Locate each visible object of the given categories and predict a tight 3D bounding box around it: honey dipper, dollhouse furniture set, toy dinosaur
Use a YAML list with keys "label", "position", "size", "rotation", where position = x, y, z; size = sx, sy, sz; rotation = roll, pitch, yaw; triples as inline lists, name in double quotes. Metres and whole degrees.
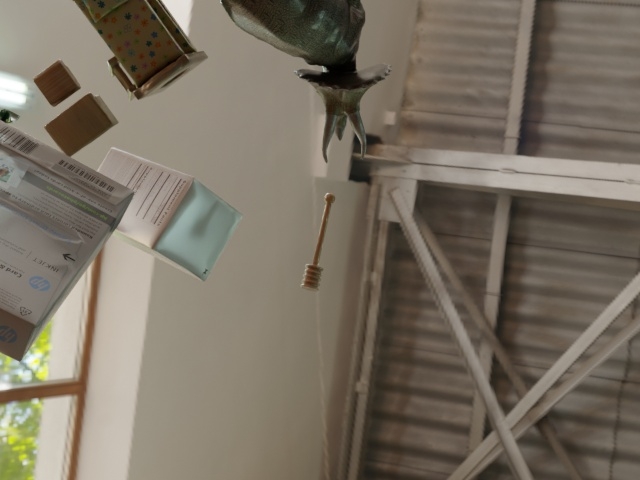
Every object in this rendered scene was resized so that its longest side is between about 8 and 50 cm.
- label: "honey dipper"
  position: [0.000, 0.000, 1.281]
  size: [0.030, 0.030, 0.161]
  rotation: [4, -105, 35]
- label: "dollhouse furniture set"
  position: [-0.225, -0.191, 0.720]
  size: [0.161, 0.101, 0.182]
  rotation: [-34, -79, 11]
- label: "toy dinosaur"
  position: [-0.027, -0.217, 0.705]
  size: [0.121, 0.313, 0.160]
  rotation: [-24, -126, 24]

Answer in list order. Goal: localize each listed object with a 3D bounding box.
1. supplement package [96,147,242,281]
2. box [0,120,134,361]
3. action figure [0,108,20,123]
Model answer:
- label: "supplement package"
  position: [-0.278, -0.047, 1.374]
  size: [0.244, 0.139, 0.134]
  rotation: [21, -102, 40]
- label: "box"
  position: [-0.228, -0.015, 0.560]
  size: [0.145, 0.186, 0.038]
  rotation: [28, -62, -9]
- label: "action figure"
  position: [-0.787, -0.269, 1.897]
  size: [0.232, 0.137, 0.064]
  rotation: [-173, -95, -66]
